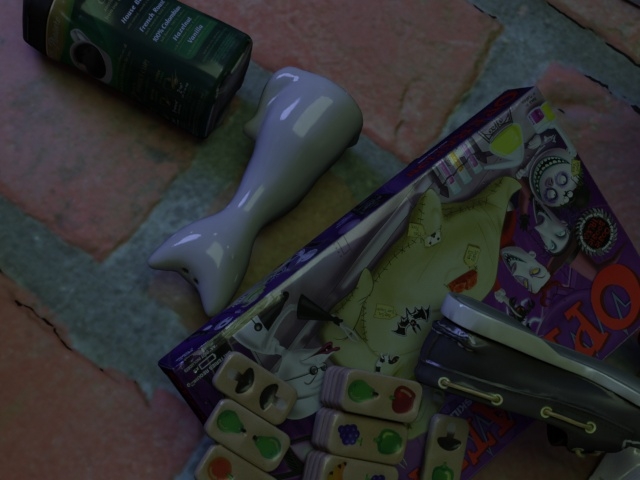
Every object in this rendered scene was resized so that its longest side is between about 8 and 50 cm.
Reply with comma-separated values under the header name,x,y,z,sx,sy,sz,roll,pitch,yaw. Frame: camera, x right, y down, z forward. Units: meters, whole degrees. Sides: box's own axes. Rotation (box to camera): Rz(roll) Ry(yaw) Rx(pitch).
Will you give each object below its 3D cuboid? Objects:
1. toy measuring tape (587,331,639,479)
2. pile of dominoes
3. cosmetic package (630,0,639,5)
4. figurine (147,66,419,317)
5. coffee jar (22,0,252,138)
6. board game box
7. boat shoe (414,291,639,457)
name,x,y,z,sx,sy,sz,roll,pitch,yaw
toy measuring tape,0.274,0.131,0.965,0.121,0.121,0.330,38,66,6
pile of dominoes,0.003,0.211,0.848,0.196,0.040,0.251,14,84,-21
cosmetic package,0.374,-0.311,1.202,0.099,0.060,0.239,27,65,2
figurine,0.000,0.000,0.984,0.215,0.092,0.209,34,69,5
coffee jar,-0.151,-0.163,1.012,0.184,0.096,0.079,28,62,1
board game box,0.079,0.066,0.925,0.347,0.056,0.208,-38,107,-17
boat shoe,0.175,0.113,0.893,0.228,0.081,0.068,26,96,-9
